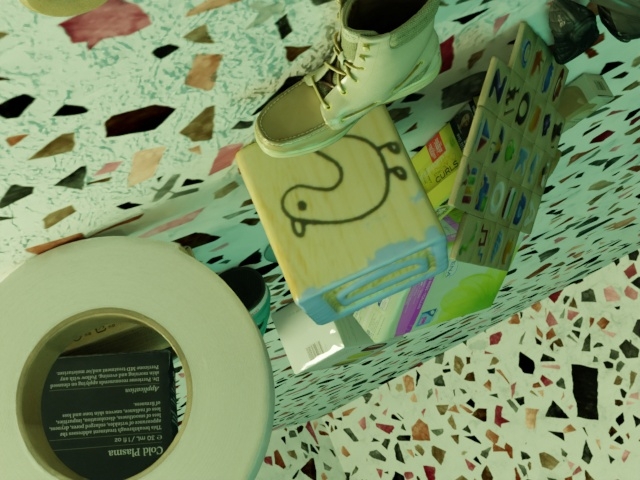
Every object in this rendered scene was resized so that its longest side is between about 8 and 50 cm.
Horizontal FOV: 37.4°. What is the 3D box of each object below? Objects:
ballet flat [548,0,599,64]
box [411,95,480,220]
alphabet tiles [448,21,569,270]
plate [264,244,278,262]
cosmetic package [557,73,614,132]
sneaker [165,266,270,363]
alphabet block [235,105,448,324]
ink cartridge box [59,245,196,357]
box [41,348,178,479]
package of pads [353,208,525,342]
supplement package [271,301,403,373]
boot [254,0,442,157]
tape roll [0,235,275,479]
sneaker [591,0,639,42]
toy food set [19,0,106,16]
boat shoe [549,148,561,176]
[{"bbox_3d":[0.299,-0.250,1.123,0.057,0.049,0.173,-37,169,7],"label":"ballet flat"},{"bbox_3d":[0.187,-0.108,1.327,0.058,0.087,0.232,-11,161,-31],"label":"box"},{"bbox_3d":[0.242,-0.105,1.182,0.011,0.285,0.342,17,-177,27],"label":"alphabet tiles"},{"bbox_3d":[0.000,0.000,1.520,0.188,0.024,0.188,-21,165,-6],"label":"plate"},{"bbox_3d":[0.360,-0.193,1.371,0.060,0.041,0.115,-7,157,-45],"label":"cosmetic package"},{"bbox_3d":[-0.208,0.155,1.569,0.295,0.124,0.178,-25,155,1],"label":"sneaker"},{"bbox_3d":[0.032,-0.032,1.147,0.192,0.197,0.193,-24,164,0],"label":"alphabet block"},{"bbox_3d":[-0.275,0.109,1.367,0.234,0.088,0.193,-21,165,-9],"label":"ink cartridge box"},{"bbox_3d":[-0.362,0.326,1.270,0.343,0.312,0.179,-2,162,-8],"label":"box"},{"bbox_3d":[0.222,0.049,1.732,0.296,0.101,0.229,-14,138,-33],"label":"package of pads"},{"bbox_3d":[0.040,0.179,1.951,0.139,0.134,0.244,-32,162,29],"label":"supplement package"},{"bbox_3d":[0.022,-0.169,0.913,0.213,0.077,0.165,-28,165,-3],"label":"boot"},{"bbox_3d":[-0.246,0.187,1.118,0.392,0.392,0.072,-23,165,-2],"label":"tape roll"},{"bbox_3d":[0.345,-0.265,1.019,0.286,0.109,0.130,-6,163,-41],"label":"sneaker"},{"bbox_3d":[-0.179,-0.188,0.669,0.082,0.020,0.083,-25,164,7],"label":"toy food set"},{"bbox_3d":[0.287,-0.118,1.461,0.080,0.073,0.223,-57,-168,-14],"label":"boat shoe"}]
